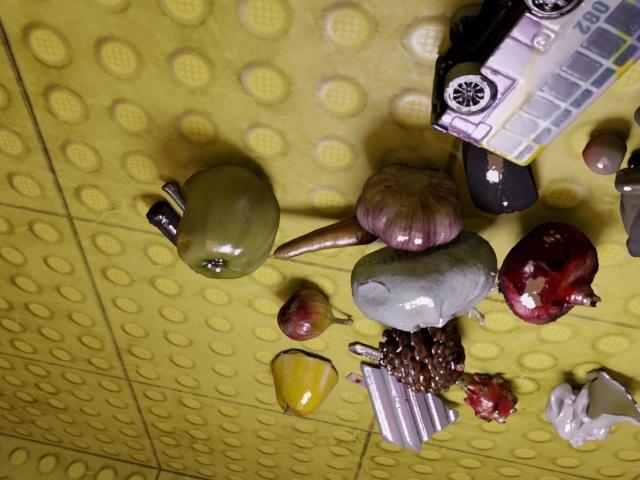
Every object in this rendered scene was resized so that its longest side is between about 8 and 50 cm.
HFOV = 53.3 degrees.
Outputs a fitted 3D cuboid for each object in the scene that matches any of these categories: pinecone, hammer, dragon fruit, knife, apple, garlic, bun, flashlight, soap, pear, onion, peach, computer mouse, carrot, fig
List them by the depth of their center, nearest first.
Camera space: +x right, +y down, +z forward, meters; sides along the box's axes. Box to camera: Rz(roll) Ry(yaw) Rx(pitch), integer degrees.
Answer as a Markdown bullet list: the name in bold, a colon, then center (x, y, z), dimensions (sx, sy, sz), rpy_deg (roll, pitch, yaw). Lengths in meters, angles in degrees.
- **peach**: center (0.559, -0.171, 1.256), dimensions (0.083, 0.083, 0.083), rpy_deg (8, 140, 7)
- **computer mouse**: center (0.377, -0.135, 1.347), dimensions (0.137, 0.087, 0.270), rpy_deg (-6, 137, 24)
- **garlic**: center (0.194, -0.058, 1.371), dimensions (0.244, 0.245, 0.161), rpy_deg (7, 123, 9)
- **onion**: center (0.524, 0.080, 1.427), dimensions (0.219, 0.252, 0.252), rpy_deg (30, 157, 43)
- **bun**: center (0.233, 0.098, 1.457), dimensions (0.354, 0.354, 0.194), rpy_deg (-13, 96, 29)
- **apple**: center (-0.222, -0.039, 1.525), dimensions (0.278, 0.279, 0.279), rpy_deg (8, 140, 7)
- **carrot**: center (0.000, 0.000, 1.568), dimensions (0.297, 0.078, 0.078), rpy_deg (-15, 136, 4)
- **hammer**: center (-0.316, -0.041, 1.679), dimensions (0.033, 0.111, 0.288), rpy_deg (25, 153, 57)
- **flashlight**: center (-0.375, -0.011, 1.730), dimensions (0.092, 0.093, 0.232), rpy_deg (-17, 126, 32)
- **pinecone**: center (0.295, 0.326, 1.820), dimensions (0.272, 0.224, 0.224), rpy_deg (1, 143, 47)
- **fig**: center (-0.014, 0.207, 1.860), dimensions (0.230, 0.143, 0.160), rpy_deg (-15, 154, -37)
- **dragon fruit**: center (0.512, 0.482, 2.008), dimensions (0.235, 0.135, 0.137), rpy_deg (40, 143, -3)
- **knife**: center (0.256, 0.411, 2.062), dimensions (0.364, 0.043, 0.089), rpy_deg (22, 139, -8)
- **soap**: center (0.300, 0.516, 2.144), dimensions (0.158, 0.257, 0.303), rpy_deg (-15, 92, 52)
- **pear**: center (-0.062, 0.513, 2.178), dimensions (0.266, 0.178, 0.267), rpy_deg (6, 142, 4)

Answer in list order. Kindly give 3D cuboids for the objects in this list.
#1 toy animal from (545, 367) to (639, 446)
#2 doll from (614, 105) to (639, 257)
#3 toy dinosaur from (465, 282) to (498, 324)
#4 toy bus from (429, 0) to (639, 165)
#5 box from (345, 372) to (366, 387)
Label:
- **toy animal**: center (0.788, 0.499, 1.909), dimensions (0.249, 0.174, 0.289), rpy_deg (23, 140, -29)
- **doll**: center (0.688, -0.049, 1.149), dimensions (0.252, 0.379, 0.382), rpy_deg (-17, 137, 10)
- **toy dinosaur**: center (0.373, 0.143, 1.677), dimensions (0.205, 0.092, 0.392), rpy_deg (42, 142, -21)
- **toy bus**: center (0.378, -0.342, 1.003), dimensions (0.249, 0.210, 0.440), rpy_deg (23, 140, -12)
- **box**: center (0.134, 0.484, 2.207), dimensions (0.083, 0.012, 0.046), rpy_deg (26, 141, -16)
